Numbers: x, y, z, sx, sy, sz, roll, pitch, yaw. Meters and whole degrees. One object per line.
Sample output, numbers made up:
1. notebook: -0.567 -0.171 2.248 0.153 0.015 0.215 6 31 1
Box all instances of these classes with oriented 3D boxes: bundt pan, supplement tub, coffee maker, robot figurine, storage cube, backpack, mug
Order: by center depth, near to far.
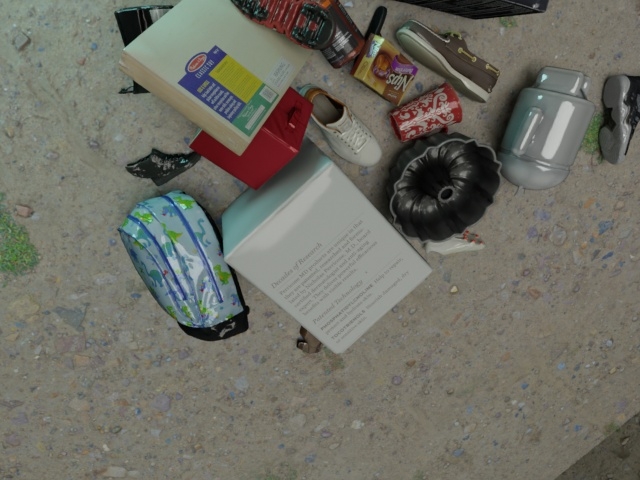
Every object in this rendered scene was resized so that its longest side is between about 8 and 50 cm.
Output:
1. coffee maker: -0.395 -0.428 1.076 0.172 0.120 0.178 -11 114 -8
2. storage cube: -0.159 -0.273 1.125 0.193 0.183 0.215 32 140 -23
3. supplement tub: 0.016 -0.521 1.144 0.106 0.106 0.198 -40 115 5
4. backpack: -0.343 0.053 1.204 0.274 0.290 0.354 -12 109 -28
5. mug: 0.285 -0.321 1.292 0.170 0.113 0.150 -24 114 0
6. robot figurine: 0.621 -0.292 1.334 0.300 0.200 0.352 -4 115 -44
7. bundt pan: 0.327 -0.157 1.340 0.332 0.124 0.330 -8 126 -12

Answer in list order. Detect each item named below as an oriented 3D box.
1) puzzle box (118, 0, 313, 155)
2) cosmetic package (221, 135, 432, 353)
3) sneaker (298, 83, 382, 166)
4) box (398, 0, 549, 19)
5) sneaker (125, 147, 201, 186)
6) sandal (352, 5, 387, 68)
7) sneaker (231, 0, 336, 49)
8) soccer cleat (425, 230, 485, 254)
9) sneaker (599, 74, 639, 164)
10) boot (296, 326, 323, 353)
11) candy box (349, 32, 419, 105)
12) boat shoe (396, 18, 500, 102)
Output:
1. puzzle box: -0.188 -0.389 0.999 0.272 0.408 0.052 36 140 -14
2. cosmetic package: 0.000 0.000 1.234 0.327 0.329 0.394 -43 114 7
3. sneaker: 0.060 -0.283 1.246 0.290 0.123 0.105 36 98 -25
4. box: 0.320 -0.623 1.071 0.295 0.296 0.182 5 110 -17
5. sneaker: -0.395 -0.200 1.208 0.170 0.051 0.089 -32 120 4
6. sandal: 0.134 -0.496 1.208 0.040 0.067 0.179 15 106 -31
7. sneaker: -0.080 -0.499 1.039 0.276 0.135 0.097 32 110 5
8. soccer cleat: 0.417 0.012 1.491 0.197 0.068 0.076 5 126 -14
9. sneaker: 0.938 -0.367 1.431 0.153 0.101 0.268 -13 112 -5
10. boot: -0.023 0.306 1.519 0.087 0.042 0.118 12 110 -25
11. candy box: 0.163 -0.423 1.201 0.187 0.053 0.109 12 112 -52
12. boat shoe: 0.337 -0.478 1.238 0.325 0.116 0.096 26 100 -26
